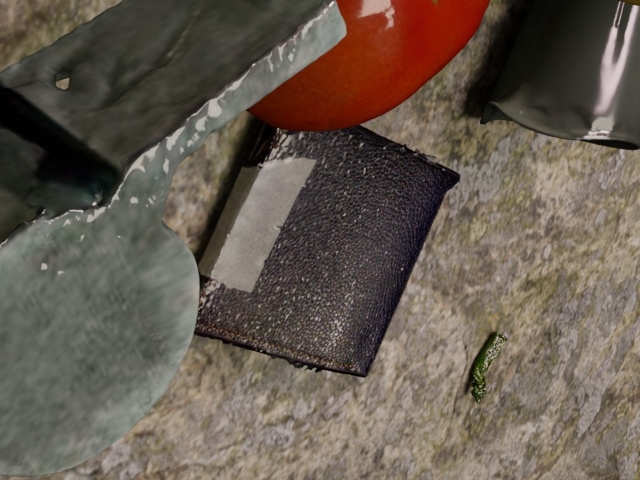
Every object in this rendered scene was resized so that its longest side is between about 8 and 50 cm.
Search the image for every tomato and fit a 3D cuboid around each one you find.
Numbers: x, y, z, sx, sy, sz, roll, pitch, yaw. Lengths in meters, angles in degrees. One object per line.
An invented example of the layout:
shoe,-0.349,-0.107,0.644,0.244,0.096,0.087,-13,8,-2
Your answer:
tomato,0.022,-0.203,1.131,0.260,0.180,0.260,-27,129,-40

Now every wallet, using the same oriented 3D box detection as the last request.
wallet,0.000,0.000,1.336,0.262,0.071,0.221,19,99,-53

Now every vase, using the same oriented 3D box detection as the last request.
vase,0.286,-0.232,1.511,0.251,0.156,0.301,17,89,-43

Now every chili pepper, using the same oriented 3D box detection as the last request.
chili pepper,0.184,0.142,1.703,0.027,0.022,0.083,27,83,-55

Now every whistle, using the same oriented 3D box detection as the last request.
whistle,-0.162,-0.035,0.950,0.188,0.168,0.405,28,94,-49

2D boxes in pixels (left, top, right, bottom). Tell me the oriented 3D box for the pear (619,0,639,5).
pear,0.298,-0.368,1.280,0.348,0.348,0.348,-31,133,-40
